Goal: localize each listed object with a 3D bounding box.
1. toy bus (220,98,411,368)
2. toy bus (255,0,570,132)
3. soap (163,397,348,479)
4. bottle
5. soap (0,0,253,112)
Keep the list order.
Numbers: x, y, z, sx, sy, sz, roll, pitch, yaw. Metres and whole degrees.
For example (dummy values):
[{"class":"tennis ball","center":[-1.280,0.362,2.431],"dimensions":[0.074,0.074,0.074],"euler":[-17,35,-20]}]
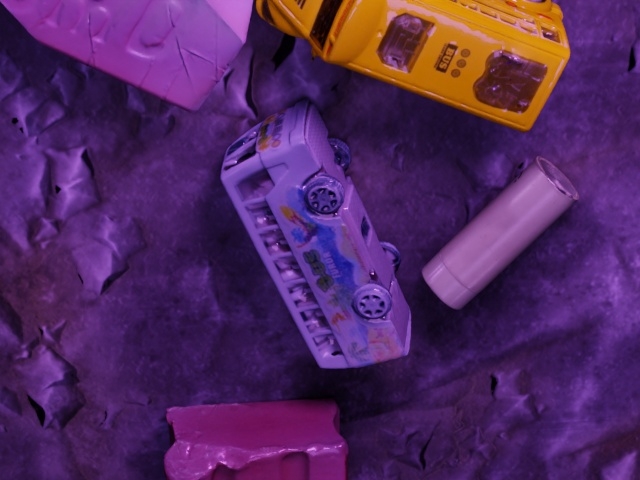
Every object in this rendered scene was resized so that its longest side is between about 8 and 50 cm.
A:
[{"class":"toy bus","center":[0.000,0.000,2.018],"dimensions":[0.136,0.109,0.330],"euler":[-16,120,18]},{"class":"toy bus","center":[0.097,-0.237,1.853],"dimensions":[0.330,0.152,0.144],"euler":[19,119,-15]},{"class":"soap","center":[-0.081,0.383,2.221],"dimensions":[0.233,0.128,0.359],"euler":[-3,121,-4]},{"class":"bottle","center":[0.213,-0.008,2.044],"dimensions":[0.072,0.072,0.201],"euler":[37,112,-23]},{"class":"soap","center":[-0.230,-0.285,1.799],"dimensions":[0.324,0.109,0.193],"euler":[25,132,-17]}]
